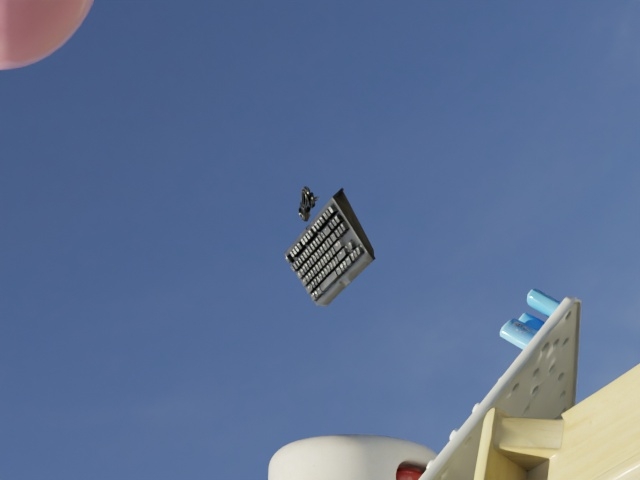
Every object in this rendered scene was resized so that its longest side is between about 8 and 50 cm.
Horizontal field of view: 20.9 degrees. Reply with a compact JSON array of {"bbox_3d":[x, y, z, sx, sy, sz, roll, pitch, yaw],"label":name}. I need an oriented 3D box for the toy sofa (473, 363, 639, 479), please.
[{"bbox_3d":[0.300,0.163,1.423,0.177,0.150,0.362,35,-49,-18],"label":"toy sofa"}]

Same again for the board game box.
[{"bbox_3d":[0.136,0.288,1.777,0.390,0.050,0.390,-47,-28,-27],"label":"board game box"}]

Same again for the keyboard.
[{"bbox_3d":[0.000,0.000,1.793,0.023,0.108,0.180,-23,-11,-24],"label":"keyboard"}]

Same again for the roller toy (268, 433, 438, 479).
[{"bbox_3d":[0.039,0.296,1.845,0.191,0.146,0.209,2,-22,-4],"label":"roller toy"}]

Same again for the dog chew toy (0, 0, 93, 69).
[{"bbox_3d":[-0.375,-0.312,1.696,0.206,0.206,0.332,-42,-52,14],"label":"dog chew toy"}]
